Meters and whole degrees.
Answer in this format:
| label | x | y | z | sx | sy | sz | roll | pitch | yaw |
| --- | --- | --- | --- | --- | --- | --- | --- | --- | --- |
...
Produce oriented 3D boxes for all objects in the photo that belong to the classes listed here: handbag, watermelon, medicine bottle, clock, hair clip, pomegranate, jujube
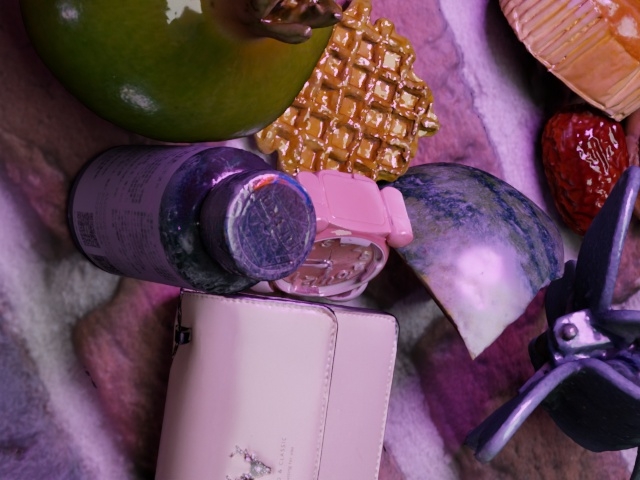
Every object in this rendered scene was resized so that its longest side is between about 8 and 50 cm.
| label | x | y | z | sx | sy | sz | roll | pitch | yaw |
| --- | --- | --- | --- | --- | --- | --- | --- | --- | --- |
| handbag | -0.063 | 0.237 | 1.483 | 0.237 | 0.160 | 0.358 | 8 | 89 | -28 |
| watermelon | 0.174 | 0.013 | 1.620 | 0.256 | 0.260 | 0.176 | 2 | 106 | -19 |
| medicine bottle | -0.125 | -0.022 | 1.333 | 0.141 | 0.293 | 0.141 | -3 | 96 | -34 |
| clock | 0.000 | 0.000 | 1.520 | 0.166 | 0.162 | 0.092 | 9 | 49 | -31 |
| hair clip | 0.349 | 0.167 | 1.631 | 0.238 | 0.318 | 0.392 | 29 | 70 | 3 |
| pomegranate | -0.119 | -0.199 | 1.288 | 0.310 | 0.358 | 0.216 | 16 | 89 | -38 |
| jujube | 0.347 | -0.090 | 1.772 | 0.112 | 0.109 | 0.176 | -17 | 106 | -10 |

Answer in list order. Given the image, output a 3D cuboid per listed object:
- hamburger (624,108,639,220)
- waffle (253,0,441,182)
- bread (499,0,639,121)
| label | x | y | z | sx | sy | sz | roll | pitch | yaw |
| --- | --- | --- | --- | --- | --- | --- | --- | --- | --- |
| hamburger | 0.542 | -0.144 | 1.862 | 0.284 | 0.174 | 0.304 | 9 | 89 | -32 |
| waffle | 0.019 | -0.160 | 1.567 | 0.243 | 0.059 | 0.237 | -29 | 109 | -28 |
| bread | 0.346 | -0.270 | 1.711 | 0.250 | 0.133 | 0.179 | 37 | 34 | -23 |
